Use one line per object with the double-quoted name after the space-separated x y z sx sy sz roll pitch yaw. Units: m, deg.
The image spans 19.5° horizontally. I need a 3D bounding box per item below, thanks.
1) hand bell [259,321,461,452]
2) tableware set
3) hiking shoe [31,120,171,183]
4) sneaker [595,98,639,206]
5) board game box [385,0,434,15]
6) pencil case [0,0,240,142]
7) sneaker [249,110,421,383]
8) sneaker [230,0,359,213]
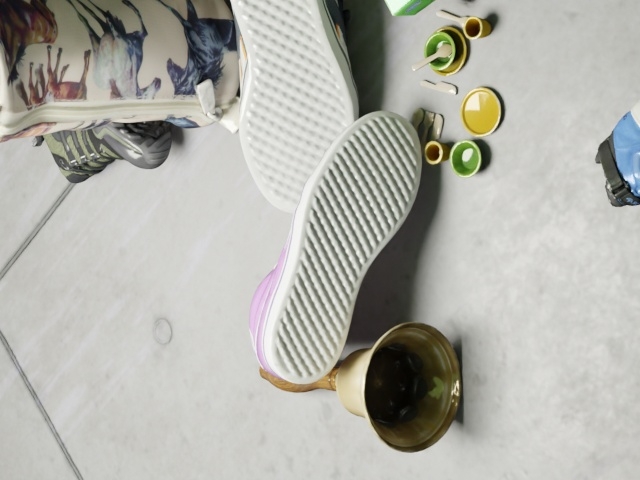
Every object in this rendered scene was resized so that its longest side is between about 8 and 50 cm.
0.014 0.139 1.876 0.242 0.126 0.126 1 93 51 "hand bell"
0.131 -0.143 1.799 0.104 0.024 0.154 21 105 37 "tableware set"
-0.246 -0.113 2.092 0.227 0.086 0.114 31 125 41 "hiking shoe"
0.301 -0.046 1.638 0.084 0.058 0.152 -47 59 25 "sneaker"
0.079 -0.393 1.680 0.213 0.046 0.317 -34 78 31 "board game box"
-0.242 -0.177 1.861 0.183 0.410 0.160 41 119 23 "pencil case"
-0.001 0.000 1.857 0.282 0.102 0.161 -64 13 -4 "sneaker"
-0.026 -0.192 1.875 0.126 0.127 0.321 -4 116 7 "sneaker"
